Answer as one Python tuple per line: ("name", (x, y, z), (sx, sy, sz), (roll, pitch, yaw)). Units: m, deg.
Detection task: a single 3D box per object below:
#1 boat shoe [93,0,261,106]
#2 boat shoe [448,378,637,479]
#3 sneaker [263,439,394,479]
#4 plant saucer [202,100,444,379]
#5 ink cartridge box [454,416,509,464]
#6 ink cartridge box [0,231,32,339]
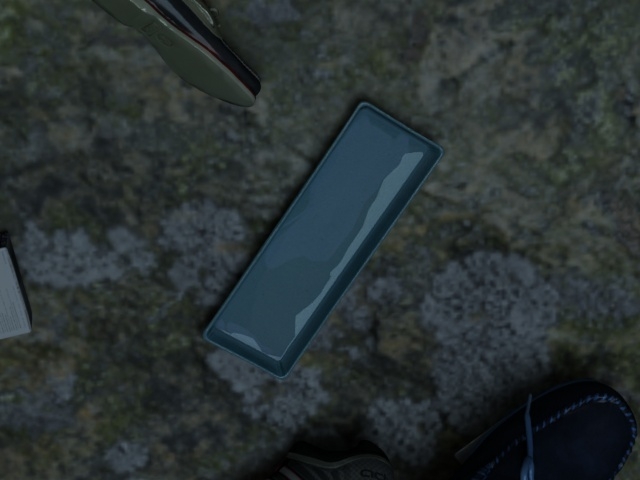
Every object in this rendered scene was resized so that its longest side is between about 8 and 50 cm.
("boat shoe", (-0.085, -0.133, 1.118), (0.137, 0.049, 0.043), (39, 64, -21))
("boat shoe", (0.118, 0.200, 1.213), (0.109, 0.089, 0.258), (43, 85, -9))
("sneaker", (-0.021, 0.178, 1.255), (0.170, 0.075, 0.063), (-17, 125, 24))
("plant saucer", (0.000, 0.000, 1.202), (0.067, 0.018, 0.192), (29, 107, -19))
("ink cartridge box", (0.131, 0.157, 1.283), (0.048, 0.028, 0.083), (-37, 114, 6))
("ink cartridge box", (-0.246, 0.039, 1.175), (0.115, 0.029, 0.063), (-13, 115, -2))
